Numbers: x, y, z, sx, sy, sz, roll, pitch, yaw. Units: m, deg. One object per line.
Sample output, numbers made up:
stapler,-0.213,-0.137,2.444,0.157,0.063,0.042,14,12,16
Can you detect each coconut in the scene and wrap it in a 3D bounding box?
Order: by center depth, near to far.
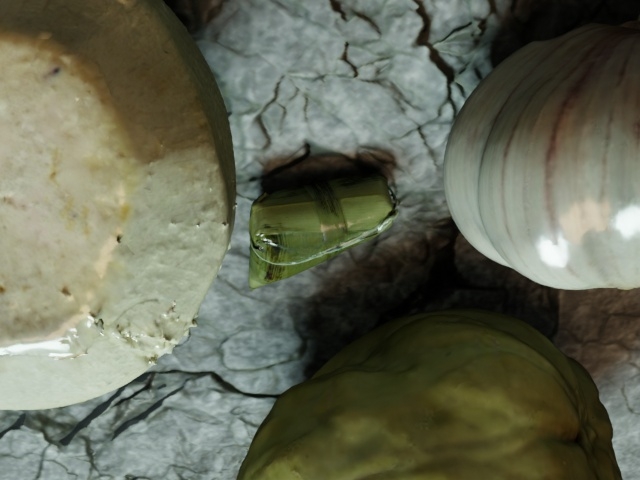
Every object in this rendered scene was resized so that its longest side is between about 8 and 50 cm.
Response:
coconut,-0.161,-0.034,0.750,0.245,0.247,0.245,0,98,1

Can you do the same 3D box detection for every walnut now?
walnut,0.087,0.189,1.011,0.277,0.282,0.253,-28,94,13

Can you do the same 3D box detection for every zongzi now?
zongzi,0.000,0.000,0.953,0.104,0.052,0.113,-9,151,-9

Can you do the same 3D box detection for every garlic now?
garlic,0.199,-0.090,0.815,0.245,0.245,0.253,0,98,-10
